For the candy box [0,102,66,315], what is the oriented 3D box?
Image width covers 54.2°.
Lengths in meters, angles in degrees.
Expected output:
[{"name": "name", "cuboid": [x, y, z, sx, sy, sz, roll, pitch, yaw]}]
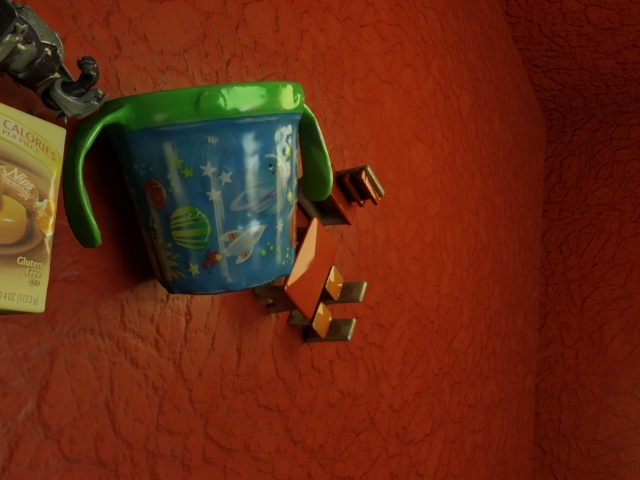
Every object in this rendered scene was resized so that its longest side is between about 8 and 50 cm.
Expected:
[{"name": "candy box", "cuboid": [-0.365, -0.048, 0.479, 0.316, 0.087, 0.183, 20, 67, -54]}]

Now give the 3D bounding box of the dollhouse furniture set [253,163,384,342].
[{"name": "dollhouse furniture set", "cuboid": [0.000, 0.000, 0.995, 0.262, 0.135, 0.259, 54, 43, -37]}]

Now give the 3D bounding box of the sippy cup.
[{"name": "sippy cup", "cuboid": [-0.124, -0.060, 0.738, 0.240, 0.305, 0.224, -135, -142, -79]}]

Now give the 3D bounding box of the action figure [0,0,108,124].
[{"name": "action figure", "cuboid": [-0.277, -0.180, 0.547, 0.185, 0.099, 0.285, 42, 7, -13]}]
